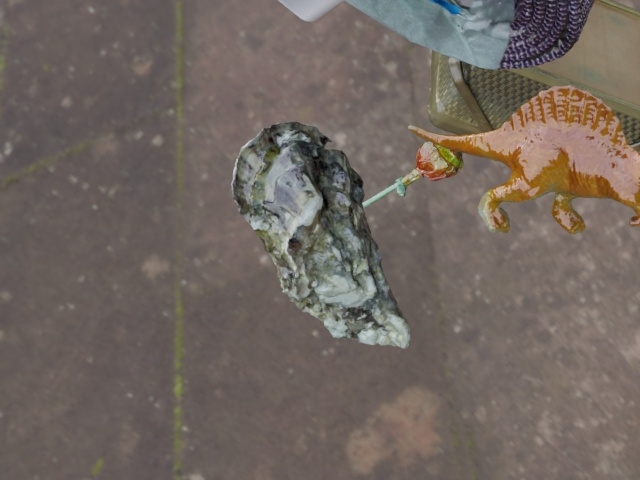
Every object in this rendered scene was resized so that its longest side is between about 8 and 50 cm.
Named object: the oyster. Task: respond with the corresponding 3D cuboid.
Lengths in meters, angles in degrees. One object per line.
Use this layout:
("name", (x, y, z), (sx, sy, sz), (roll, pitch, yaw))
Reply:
("oyster", (-0.002, 0.000, 1.349), (0.087, 0.199, 0.252), (6, 101, 51))

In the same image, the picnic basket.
("picnic basket", (0.261, -0.196, 1.491), (0.139, 0.267, 0.165), (127, 155, -53))

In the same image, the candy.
("candy", (0.105, -0.078, 1.750), (0.201, 0.060, 0.060), (-32, 50, 22))

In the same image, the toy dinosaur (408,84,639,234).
("toy dinosaur", (0.165, -0.060, 0.896), (0.212, 0.142, 0.057), (27, 49, 5))

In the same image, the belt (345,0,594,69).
("belt", (0.114, -0.292, 1.205), (0.122, 0.325, 0.260), (-63, 9, -27))

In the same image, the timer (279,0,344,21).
("timer", (-0.004, -0.416, 1.598), (0.192, 0.194, 0.195), (-57, 15, -15))
